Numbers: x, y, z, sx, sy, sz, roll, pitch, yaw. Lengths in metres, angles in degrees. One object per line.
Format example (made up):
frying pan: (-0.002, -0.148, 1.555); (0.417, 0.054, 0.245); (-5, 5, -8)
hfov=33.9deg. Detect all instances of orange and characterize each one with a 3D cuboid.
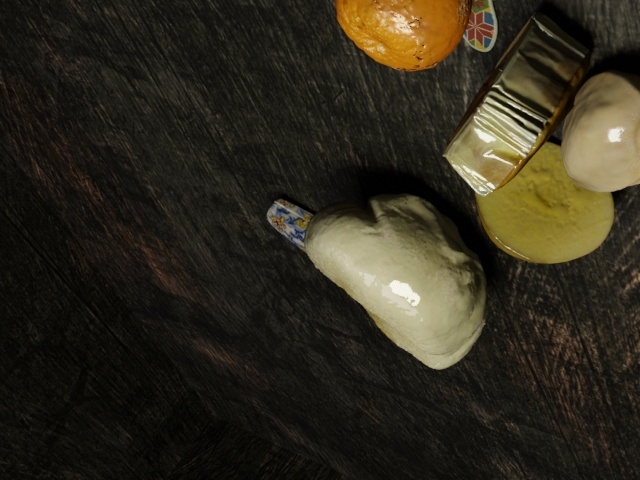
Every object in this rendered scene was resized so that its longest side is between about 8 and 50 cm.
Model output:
orange: (0.110, -0.315, 1.358); (0.193, 0.161, 0.193); (39, 166, 12)

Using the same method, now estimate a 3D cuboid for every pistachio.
pistachio: (0.383, -0.136, 1.361); (0.223, 0.126, 0.152); (101, 147, -68)

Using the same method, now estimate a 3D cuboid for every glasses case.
glasses case: (0.000, 0.000, 2.152); (0.248, 0.065, 0.087); (34, 153, 9)

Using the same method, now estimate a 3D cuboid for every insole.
insole: (0.207, -0.322, 1.397); (0.065, 0.006, 0.193); (25, 153, 23)

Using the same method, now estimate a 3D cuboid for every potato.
potato: (0.316, -0.045, 1.575); (0.204, 0.178, 0.158); (11, 170, -2)

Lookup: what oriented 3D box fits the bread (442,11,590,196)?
bread: (0.257, -0.171, 1.373); (0.110, 0.192, 0.210); (33, 154, 2)

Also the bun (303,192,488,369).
bun: (0.148, 0.044, 1.860); (0.365, 0.219, 0.365); (41, 171, 8)
